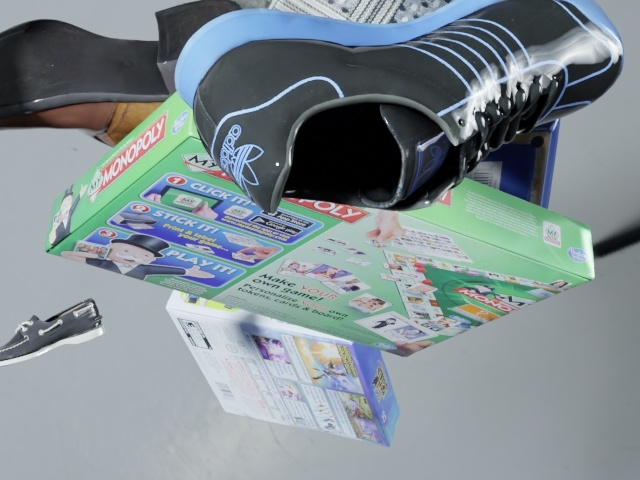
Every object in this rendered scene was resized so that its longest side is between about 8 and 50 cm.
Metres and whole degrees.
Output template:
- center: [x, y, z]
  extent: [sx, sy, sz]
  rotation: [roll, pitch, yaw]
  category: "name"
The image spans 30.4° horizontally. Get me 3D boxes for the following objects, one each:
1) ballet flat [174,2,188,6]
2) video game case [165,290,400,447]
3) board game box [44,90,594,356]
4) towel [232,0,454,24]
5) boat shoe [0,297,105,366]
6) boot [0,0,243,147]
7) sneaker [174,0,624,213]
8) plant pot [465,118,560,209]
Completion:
- center: [-0.178, -0.317, 1.861]
  extent: [0.058, 0.250, 0.084]
  rotation: [12, 102, -37]
  category: "ballet flat"
- center: [-0.039, 0.154, 1.492]
  extent: [0.269, 0.244, 0.061]
  rotation: [71, 36, -52]
  category: "video game case"
- center: [0.000, 0.000, 0.819]
  extent: [0.317, 0.213, 0.046]
  rotation: [19, 60, -30]
  category: "board game box"
- center: [0.097, -0.270, 1.228]
  extent: [0.324, 0.056, 0.312]
  rotation: [33, 114, -11]
  category: "towel"
- center: [-0.260, 0.087, 1.097]
  extent: [0.125, 0.046, 0.038]
  rotation: [-18, 97, -32]
  category: "boat shoe"
- center: [-0.145, -0.065, 0.987]
  extent: [0.264, 0.096, 0.280]
  rotation: [-14, 141, 5]
  category: "boot"
- center: [0.054, -0.058, 0.533]
  extent: [0.232, 0.090, 0.081]
  rotation: [-10, 139, -25]
  category: "sneaker"
- center: [0.228, -0.140, 1.738]
  extent: [0.236, 0.212, 0.236]
  rotation: [-1, 126, -2]
  category: "plant pot"
